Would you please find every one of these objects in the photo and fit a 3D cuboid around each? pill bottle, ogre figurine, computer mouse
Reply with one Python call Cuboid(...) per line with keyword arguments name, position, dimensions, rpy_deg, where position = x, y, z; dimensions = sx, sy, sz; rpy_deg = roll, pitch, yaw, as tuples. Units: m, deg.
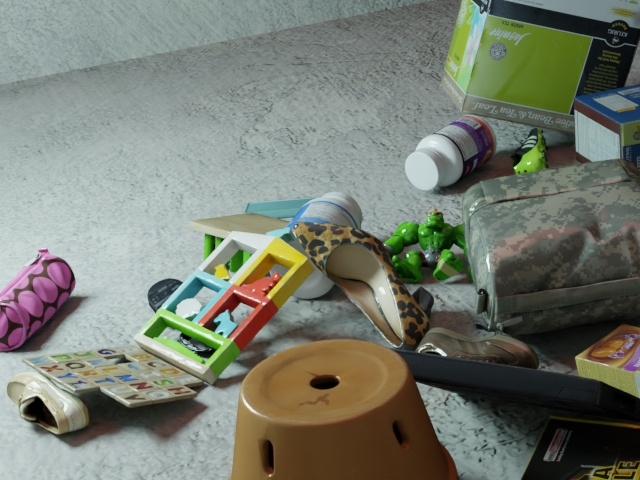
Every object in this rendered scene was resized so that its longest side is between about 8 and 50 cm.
Cuboid(name="pill bottle", position=(0.000, 0.000, 2.158), dimensions=(0.124, 0.124, 0.221), rpy_deg=(0, 24, 19))
Cuboid(name="ogre figurine", position=(0.187, 0.015, 2.113), dimensions=(0.197, 0.097, 0.118), rpy_deg=(-13, 37, 27))
Cuboid(name="computer mouse", position=(-0.219, 0.131, 2.044), dimensions=(0.071, 0.041, 0.242), rpy_deg=(-32, 36, -11))
Cuboid(name="pill bottle", position=(0.255, -0.170, 2.485), dimensions=(0.108, 0.108, 0.193), rpy_deg=(12, 31, 39))

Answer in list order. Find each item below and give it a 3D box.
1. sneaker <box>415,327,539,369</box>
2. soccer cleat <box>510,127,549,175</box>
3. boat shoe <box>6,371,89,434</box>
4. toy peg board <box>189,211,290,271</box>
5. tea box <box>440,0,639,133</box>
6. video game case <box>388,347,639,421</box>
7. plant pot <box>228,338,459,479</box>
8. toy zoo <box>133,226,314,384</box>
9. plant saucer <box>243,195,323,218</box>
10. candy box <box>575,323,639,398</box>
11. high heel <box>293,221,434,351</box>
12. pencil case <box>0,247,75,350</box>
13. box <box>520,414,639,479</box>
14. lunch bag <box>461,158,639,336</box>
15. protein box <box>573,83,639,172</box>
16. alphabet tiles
Cuboid(name="sneaker", position=(0.219, 0.175, 1.785), dimensions=(0.188, 0.066, 0.071), rpy_deg=(6, 43, 40))
Cuboid(name="soccer cleat", position=(0.419, -0.178, 2.521), dimensions=(0.072, 0.060, 0.179), rpy_deg=(-15, 21, 17))
Cuboid(name="boat shoe", position=(-0.409, 0.237, 1.821), dimensions=(0.170, 0.063, 0.059), rpy_deg=(14, 26, 40))
Cuboid(name="toy peg board", position=(-0.127, 0.008, 2.266), dimensions=(0.161, 0.079, 0.161), rpy_deg=(15, 16, 41))
Cuboid(name="tea box", position=(0.459, -0.412, 2.601), dimensions=(0.329, 0.323, 0.220), rpy_deg=(10, 20, -11))
Cuboid(name="video game case", position=(0.251, 0.186, 1.592), dimensions=(0.275, 0.035, 0.248), rpy_deg=(6, -9, 28))
Cuboid(name="plant pot", position=(0.019, 0.250, 1.482), dimensions=(0.291, 0.203, 0.291), rpy_deg=(-6, 23, 3))
Cuboid(name="toy zoo", position=(-0.139, 0.084, 1.979), dimensions=(0.192, 0.030, 0.293), rpy_deg=(20, 60, 46))
Cuboid(name="plant saucer", position=(-0.058, -0.065, 2.459), dimensions=(0.192, 0.018, 0.067), rpy_deg=(-4, 24, 7))
Cuboid(name="candy box", position=(0.450, 0.170, 1.682), dimensions=(0.109, 0.053, 0.187), rpy_deg=(-28, 25, -32))
Cuboid(name="high heel", position=(0.058, 0.065, 1.905), dimensions=(0.261, 0.093, 0.186), rpy_deg=(33, 23, -2))
Cuboid(name="pencil case", position=(-0.497, 0.098, 2.125), dimensions=(0.095, 0.098, 0.209), rpy_deg=(-2, 25, 14))
Cuboid(name="box", position=(0.339, 0.319, 1.381), dimensions=(0.257, 0.079, 0.322), rpy_deg=(5, 26, 24))
Cuboid(name="lunch bag", position=(0.364, 0.027, 1.867), dimensions=(0.305, 0.212, 0.256), rpy_deg=(-8, 23, 2))
Cuboid(name="protein box", position=(0.623, -0.207, 2.416), dimensions=(0.200, 0.136, 0.201), rpy_deg=(-12, 24, -11))
Cuboid(name="alphabet tiles", position=(-0.298, 0.200, 1.861), dimensions=(0.198, 0.009, 0.237), rpy_deg=(-3, 15, -42))
